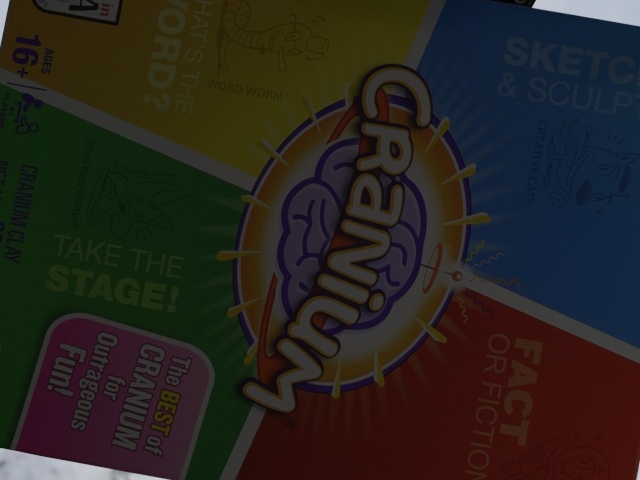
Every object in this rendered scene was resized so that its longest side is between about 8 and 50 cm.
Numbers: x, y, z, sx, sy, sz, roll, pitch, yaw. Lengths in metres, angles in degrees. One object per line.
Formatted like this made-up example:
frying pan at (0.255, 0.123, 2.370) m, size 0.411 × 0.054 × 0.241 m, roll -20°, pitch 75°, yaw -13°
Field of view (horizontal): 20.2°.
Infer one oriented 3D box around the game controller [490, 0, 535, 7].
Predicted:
game controller at (0.061, -0.171, 1.006) m, size 0.166 × 0.067 × 0.319 m, roll 26°, pitch -83°, yaw -28°

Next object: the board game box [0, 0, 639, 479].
board game box at (0.000, 0.000, 0.827) m, size 0.064 × 0.316 × 0.242 m, roll 58°, pitch -138°, yaw -85°
